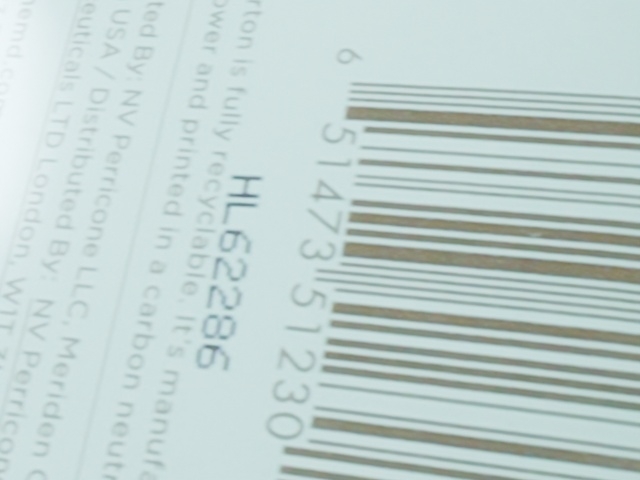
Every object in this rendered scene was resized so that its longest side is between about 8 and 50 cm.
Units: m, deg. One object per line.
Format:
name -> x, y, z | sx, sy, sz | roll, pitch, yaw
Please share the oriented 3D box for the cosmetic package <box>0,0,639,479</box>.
cosmetic package -> 0.015, 0.081, 0.539 | 0.327, 0.329, 0.394 | 4, 159, 15
